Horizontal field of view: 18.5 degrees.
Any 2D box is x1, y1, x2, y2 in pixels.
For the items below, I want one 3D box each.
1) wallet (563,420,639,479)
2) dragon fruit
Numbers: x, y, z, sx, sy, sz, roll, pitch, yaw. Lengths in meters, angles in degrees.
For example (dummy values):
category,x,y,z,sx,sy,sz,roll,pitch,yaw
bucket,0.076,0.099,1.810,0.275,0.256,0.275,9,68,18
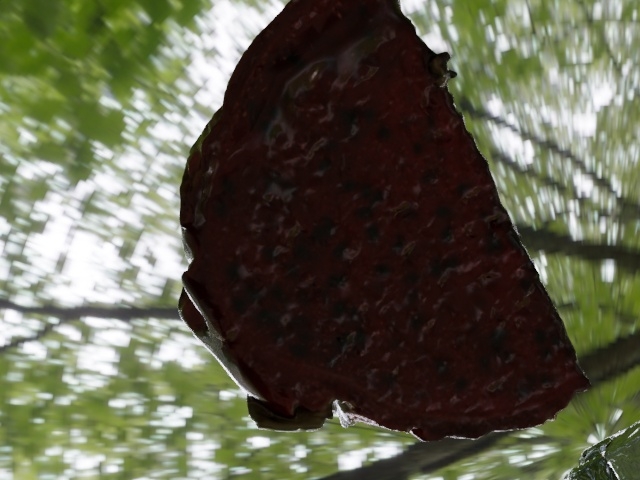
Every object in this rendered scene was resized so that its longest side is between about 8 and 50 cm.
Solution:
category,x,y,z,sx,sy,sz,roll,pitch,yaw
wallet,0.249,0.203,1.049,0.071,0.221,0.262,-36,-95,-19
dragon fruit,0.000,0.000,0.625,0.106,0.083,0.162,-32,-73,-15
